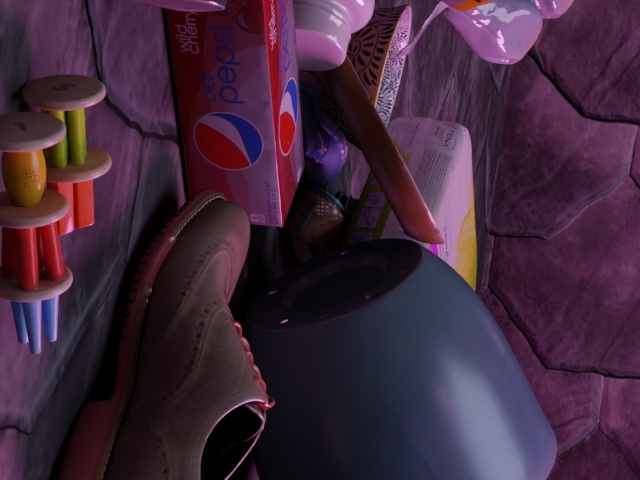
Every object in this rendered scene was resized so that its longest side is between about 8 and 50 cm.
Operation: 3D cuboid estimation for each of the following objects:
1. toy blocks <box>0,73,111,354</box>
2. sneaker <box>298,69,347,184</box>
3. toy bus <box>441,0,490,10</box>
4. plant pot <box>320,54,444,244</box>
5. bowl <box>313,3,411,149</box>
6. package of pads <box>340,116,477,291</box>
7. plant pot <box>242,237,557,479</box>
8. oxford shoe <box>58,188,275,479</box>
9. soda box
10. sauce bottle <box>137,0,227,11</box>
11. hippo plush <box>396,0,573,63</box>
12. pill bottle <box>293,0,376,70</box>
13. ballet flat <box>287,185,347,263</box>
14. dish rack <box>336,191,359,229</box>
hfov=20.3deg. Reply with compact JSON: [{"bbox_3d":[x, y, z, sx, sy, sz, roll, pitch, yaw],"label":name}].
[{"bbox_3d":[-0.170,-0.016,1.125,0.123,0.054,0.148,-59,153,-61],"label":"toy blocks"},{"bbox_3d":[-0.023,-0.101,1.774,0.073,0.063,0.162,-66,153,-25],"label":"sneaker"},{"bbox_3d":[0.044,-0.327,1.510,0.332,0.130,0.108,28,65,-30],"label":"toy bus"},{"bbox_3d":[0.051,-0.095,1.715,0.236,0.032,0.236,62,3,-7],"label":"plant pot"},{"bbox_3d":[0.038,-0.178,1.908,0.170,0.080,0.170,15,90,-82],"label":"bowl"},{"bbox_3d":[0.103,0.037,1.973,0.297,0.101,0.229,84,21,-46],"label":"package of pads"},{"bbox_3d":[0.054,0.139,1.727,0.293,0.293,0.235,-60,132,-62],"label":"plant pot"},{"bbox_3d":[-0.091,0.107,1.369,0.123,0.130,0.348,81,20,-51],"label":"oxford shoe"},{"bbox_3d":[-0.068,-0.140,1.456,0.092,0.083,0.263,-70,162,-49],"label":"soda box"},{"bbox_3d":[-0.079,-0.334,1.238,0.111,0.111,0.344,4,91,-78],"label":"sauce bottle"},{"bbox_3d":[0.120,-0.318,1.856,0.294,0.236,0.234,-38,138,-17],"label":"hippo plush"},{"bbox_3d":[0.001,-0.267,1.624,0.117,0.117,0.215,68,31,-66],"label":"pill bottle"},{"bbox_3d":[0.000,0.000,1.928,0.067,0.073,0.206,-53,159,-7],"label":"ballet flat"},{"bbox_3d":[0.031,0.102,2.081,0.271,0.074,0.208,-69,160,-43],"label":"dish rack"}]
